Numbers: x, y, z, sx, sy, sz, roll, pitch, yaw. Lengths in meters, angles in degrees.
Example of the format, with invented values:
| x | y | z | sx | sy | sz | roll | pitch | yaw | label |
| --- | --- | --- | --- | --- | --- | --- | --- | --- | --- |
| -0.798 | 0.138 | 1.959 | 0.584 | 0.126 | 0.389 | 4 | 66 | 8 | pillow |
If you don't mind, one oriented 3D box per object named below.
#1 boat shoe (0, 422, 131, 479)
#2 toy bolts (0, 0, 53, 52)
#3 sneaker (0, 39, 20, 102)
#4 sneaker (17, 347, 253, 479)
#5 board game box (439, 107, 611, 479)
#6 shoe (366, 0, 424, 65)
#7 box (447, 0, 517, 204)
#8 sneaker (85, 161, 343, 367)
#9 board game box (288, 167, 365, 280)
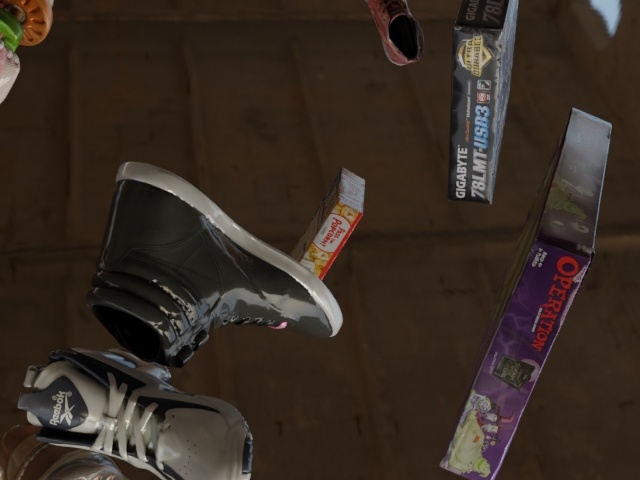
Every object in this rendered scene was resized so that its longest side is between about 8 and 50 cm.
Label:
| x | y | z | sx | sy | sz | roll | pitch | yaw | label |
| --- | --- | --- | --- | --- | --- | --- | --- | --- | --- |
| -0.258 | 0.278 | 1.211 | 0.116 | 0.324 | 0.123 | 36 | -115 | 23 | boat shoe |
| -0.446 | -0.388 | 1.555 | 0.218 | 0.228 | 0.158 | 37 | -135 | -13 | toy bolts |
| -0.274 | -0.162 | 0.881 | 0.051 | 0.134 | 0.070 | 20 | -156 | 36 | sneaker |
| -0.172 | 0.154 | 0.953 | 0.153 | 0.094 | 0.235 | 9 | -162 | -40 | sneaker |
| 0.183 | 0.030 | 0.959 | 0.056 | 0.208 | 0.347 | 25 | -153 | 6 | board game box |
| 0.104 | -0.341 | 1.637 | 0.063 | 0.178 | 0.081 | -21 | -169 | -6 | shoe |
| 0.233 | -0.254 | 1.584 | 0.073 | 0.293 | 0.295 | 6 | -135 | 11 | box |
| -0.100 | 0.062 | 1.031 | 0.105 | 0.296 | 0.146 | 5 | -114 | 44 | sneaker |
| 0.000 | 0.000 | 1.713 | 0.045 | 0.193 | 0.147 | 29 | -158 | -8 | board game box |
